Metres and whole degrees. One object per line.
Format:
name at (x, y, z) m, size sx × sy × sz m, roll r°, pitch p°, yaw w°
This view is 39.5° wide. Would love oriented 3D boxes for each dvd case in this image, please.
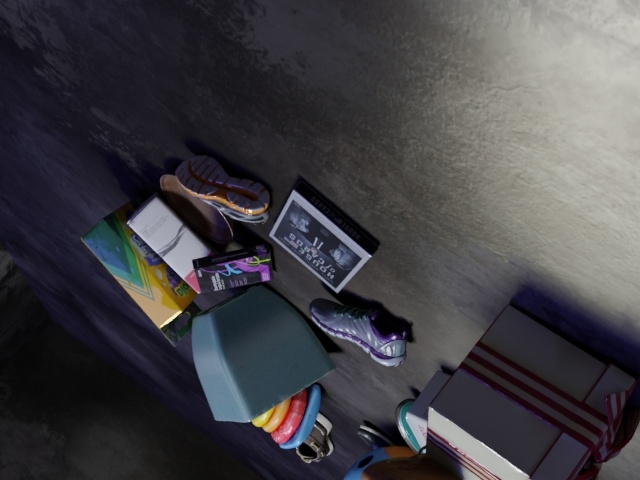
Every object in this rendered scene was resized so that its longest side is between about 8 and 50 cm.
dvd case at (0.000, 0.000, 1.626) m, size 0.179 × 0.029 × 0.239 m, roll 40°, pitch 156°, yaw 2°

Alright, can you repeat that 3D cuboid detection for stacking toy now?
stacking toy at (-0.167, 0.413, 2.320) m, size 0.302 × 0.175 × 0.166 m, roll 25°, pitch 158°, yaw -15°

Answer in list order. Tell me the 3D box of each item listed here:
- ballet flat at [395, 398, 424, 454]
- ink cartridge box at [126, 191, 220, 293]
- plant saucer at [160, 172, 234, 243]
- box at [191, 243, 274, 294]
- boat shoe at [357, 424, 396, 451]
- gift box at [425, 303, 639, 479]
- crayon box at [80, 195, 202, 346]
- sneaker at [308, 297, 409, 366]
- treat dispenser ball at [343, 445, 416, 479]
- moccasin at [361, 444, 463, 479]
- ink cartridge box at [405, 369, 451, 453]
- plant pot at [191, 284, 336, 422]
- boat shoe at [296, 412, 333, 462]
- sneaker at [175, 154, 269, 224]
ballet flat at (0.257, 0.450, 1.955) m, size 0.280 × 0.095 × 0.096 m, roll 44°, pitch 168°, yaw -8°
ink cartridge box at (-0.319, 0.001, 1.977) m, size 0.218 × 0.092 × 0.158 m, roll 44°, pitch 178°, yaw -12°
plant saucer at (-0.250, -0.075, 1.863) m, size 0.198 × 0.036 × 0.198 m, roll 33°, pitch 156°, yaw 17°
box at (-0.182, 0.062, 1.870) m, size 0.116 × 0.162 × 0.029 m, roll 86°, pitch 172°, yaw -60°
boat shoe at (0.173, 0.571, 2.308) m, size 0.233 × 0.079 × 0.084 m, roll 49°, pitch 157°, yaw -14°
gift box at (0.322, 0.286, 1.363) m, size 0.258 × 0.255 × 0.276 m, roll 33°, pitch 162°, yaw 21°
crayon box at (-0.381, 0.065, 2.064) m, size 0.083 × 0.203 × 0.323 m, roll -37°, pitch 97°, yaw 21°
sneaker at (0.080, 0.152, 1.744) m, size 0.223 × 0.083 × 0.098 m, roll 28°, pitch 130°, yaw 22°
treat dispenser ball at (0.185, 0.641, 2.147) m, size 0.288 × 0.288 × 0.288 m, roll 33°, pitch 155°, yaw 17°
moccasin at (0.179, 0.426, 1.540) m, size 0.147 × 0.139 × 0.380 m, roll 38°, pitch -167°, yaw 30°
ink cartridge box at (0.330, 0.393, 1.699) m, size 0.289 × 0.121 × 0.211 m, roll 21°, pitch 150°, yaw 37°
plant pot at (-0.160, 0.246, 2.055) m, size 0.252 × 0.247 × 0.248 m, roll 64°, pitch 154°, yaw -3°
boat shoe at (-0.029, 0.595, 2.627) m, size 0.116 × 0.097 × 0.324 m, roll 34°, pitch 156°, yaw 15°
sneaker at (-0.186, -0.089, 1.689) m, size 0.215 × 0.084 × 0.083 m, roll 29°, pitch 159°, yaw 23°
